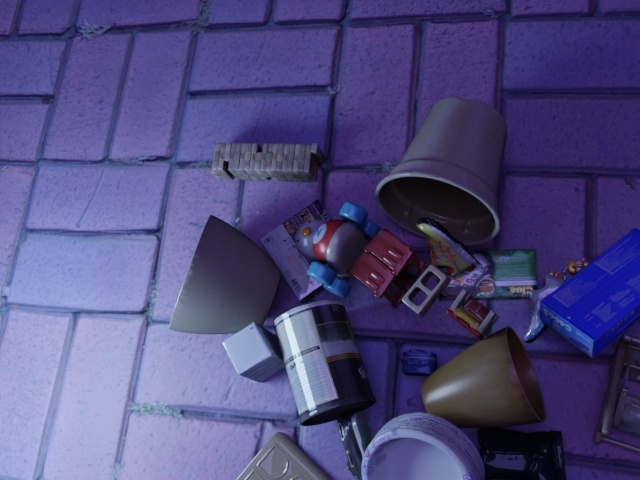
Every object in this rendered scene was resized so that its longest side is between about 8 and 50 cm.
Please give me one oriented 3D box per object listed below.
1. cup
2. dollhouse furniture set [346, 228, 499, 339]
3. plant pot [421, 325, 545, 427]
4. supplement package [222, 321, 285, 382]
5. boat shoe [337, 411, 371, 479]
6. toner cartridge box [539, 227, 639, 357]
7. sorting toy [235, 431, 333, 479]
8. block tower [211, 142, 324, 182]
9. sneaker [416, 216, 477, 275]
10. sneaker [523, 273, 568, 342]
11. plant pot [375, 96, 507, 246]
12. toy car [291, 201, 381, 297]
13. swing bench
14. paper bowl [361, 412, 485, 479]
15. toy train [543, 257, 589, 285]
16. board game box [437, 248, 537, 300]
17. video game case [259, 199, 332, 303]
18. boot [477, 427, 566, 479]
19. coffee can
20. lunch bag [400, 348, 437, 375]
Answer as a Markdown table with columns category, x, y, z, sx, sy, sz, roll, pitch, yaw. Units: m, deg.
| category | x | y | z | sx | sy | sz | roll | pitch | yaw |
| --- | --- | --- | --- | --- | --- | --- | --- | --- | --- |
| cup | -0.246 | 0.123 | 1.957 | 0.237 | 0.331 | 0.331 | 19 | 77 | -6 |
| dollhouse furniture set | 0.270 | 0.147 | 1.836 | 0.374 | 0.201 | 0.152 | 39 | 92 | 25 |
| plant pot | 0.386 | 0.363 | 1.756 | 0.254 | 0.237 | 0.237 | -23 | 68 | 20 |
| supplement package | -0.170 | 0.304 | 1.923 | 0.105 | 0.179 | 0.105 | -31 | 67 | 2 |
| boat shoe | 0.101 | 0.556 | 1.826 | 0.069 | 0.081 | 0.227 | -18 | 80 | 29 |
| toner cartridge box | 0.716 | 0.121 | 1.738 | 0.348 | 0.075 | 0.165 | -33 | 45 | -17 |
| sorting toy | -0.074 | 0.682 | 1.856 | 0.307 | 0.041 | 0.229 | 39 | 80 | 22 |
| block tower | -0.164 | -0.234 | 2.147 | 0.335 | 0.091 | 0.097 | 1 | 73 | 15 |
| sneaker | 0.315 | 0.023 | 1.873 | 0.094 | 0.208 | 0.081 | -44 | 23 | 14 |
| sneaker | 0.562 | 0.171 | 1.833 | 0.083 | 0.071 | 0.190 | 31 | 91 | 21 |
| plant pot | 0.353 | -0.199 | 1.909 | 0.334 | 0.334 | 0.305 | 15 | 65 | 18 |
| toy car | 0.000 | 0.000 | 1.936 | 0.238 | 0.210 | 0.219 | 22 | 80 | 30 |
| swing bench | 0.803 | 0.380 | 1.667 | 0.253 | 0.165 | 0.254 | 15 | 71 | 19 |
| paper bowl | 0.252 | 0.549 | 1.717 | 0.284 | 0.148 | 0.284 | 8 | 110 | 23 |
| toy train | 0.667 | 0.110 | 1.848 | 0.166 | 0.046 | 0.125 | -21 | 68 | 7 |
| board game box | 0.446 | 0.092 | 1.920 | 0.260 | 0.030 | 0.136 | -1 | 70 | 14 |
| video game case | -0.030 | 0.030 | 2.052 | 0.210 | 0.042 | 0.232 | -35 | 68 | 1 |
| boot | 0.480 | 0.572 | 1.716 | 0.207 | 0.094 | 0.246 | -2 | 65 | 10 |
| coffee can | 0.007 | 0.318 | 1.862 | 0.201 | 0.201 | 0.275 | -21 | 69 | 7 |
| lunch bag | 0.257 | 0.319 | 1.872 | 0.098 | 0.067 | 0.065 | 1 | 72 | 16 |
